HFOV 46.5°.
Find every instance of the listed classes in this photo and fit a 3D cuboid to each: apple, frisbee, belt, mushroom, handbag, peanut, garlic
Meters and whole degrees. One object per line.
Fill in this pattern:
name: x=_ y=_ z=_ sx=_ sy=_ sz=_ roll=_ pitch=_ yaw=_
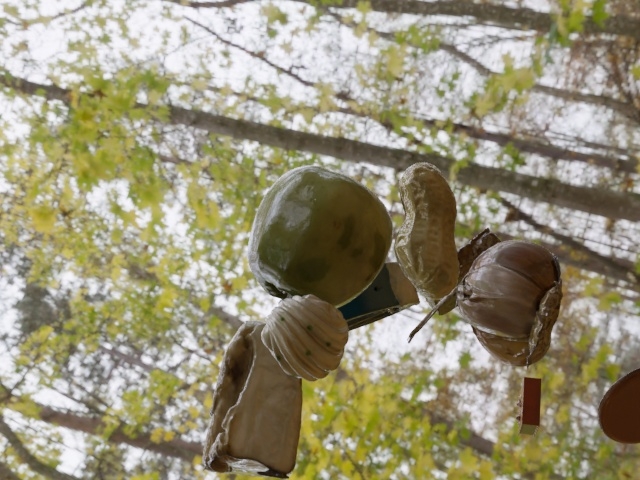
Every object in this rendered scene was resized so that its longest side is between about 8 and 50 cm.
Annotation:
apple: x=0.000 y=0.000 z=1.792 sx=0.357 sy=0.357 sz=0.358 roll=-40 pitch=-41 yaw=-47
frisbee: x=0.814 y=0.414 z=1.860 sx=0.021 sy=0.250 sz=0.251 roll=-107 pitch=16 yaw=-60
belt: x=0.091 y=0.196 z=2.337 sx=0.300 sy=0.436 sz=0.173 roll=58 pitch=-170 yaw=-78
mushroom: x=-0.175 y=0.429 z=1.995 sx=0.314 sy=0.224 sz=0.398 roll=123 pitch=155 yaw=-67
handbag: x=0.559 y=0.448 z=1.995 sx=0.190 sy=0.062 sz=0.127 roll=62 pitch=-147 yaw=-65
peanut: x=0.201 y=-0.021 z=1.438 sx=0.111 sy=0.125 sz=0.275 roll=108 pitch=161 yaw=-72
garlic: x=0.279 y=0.123 z=1.173 sx=0.256 sy=0.207 sz=0.207 roll=-22 pitch=-48 yaw=-17

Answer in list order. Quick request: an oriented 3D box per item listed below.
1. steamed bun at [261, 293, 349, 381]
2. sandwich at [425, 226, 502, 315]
steamed bun: x=-0.027 y=0.198 z=1.510 sx=0.106 sy=0.182 sz=0.183 roll=-104 pitch=27 yaw=-80
sandwich: x=0.341 y=0.080 z=1.783 sx=0.214 sy=0.065 sz=0.186 roll=-35 pitch=-29 yaw=-4
